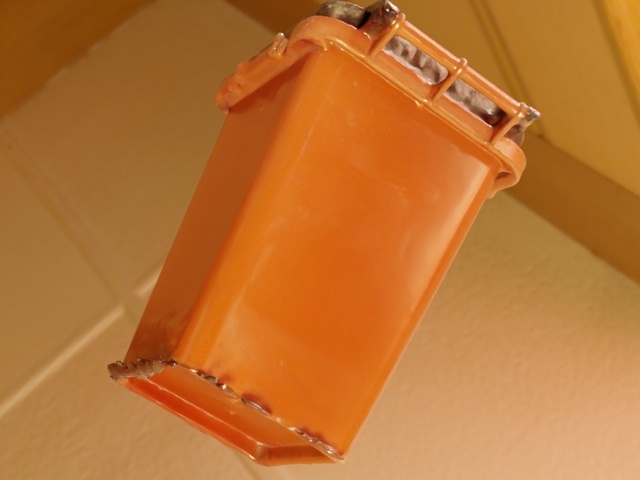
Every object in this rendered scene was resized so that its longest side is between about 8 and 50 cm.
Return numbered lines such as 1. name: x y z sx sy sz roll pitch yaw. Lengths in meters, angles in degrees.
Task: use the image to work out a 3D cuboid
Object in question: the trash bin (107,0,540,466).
1. trash bin: 0.000 0.000 0.703 0.184 0.161 0.239 -23 -142 60
